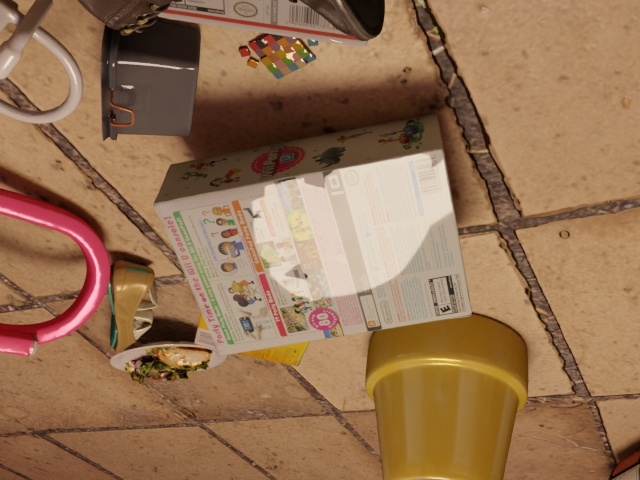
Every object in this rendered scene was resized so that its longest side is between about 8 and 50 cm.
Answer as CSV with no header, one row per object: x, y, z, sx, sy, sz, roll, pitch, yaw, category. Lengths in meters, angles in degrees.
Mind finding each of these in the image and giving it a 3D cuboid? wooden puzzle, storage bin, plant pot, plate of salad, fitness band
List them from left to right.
-0.420,0.040,0.972,0.290,0.209,0.054,20,-173,-37,fitness band
-0.170,-0.157,0.745,0.091,0.098,0.135,5,146,-11,storage bin
-0.260,0.215,1.278,0.199,0.048,0.200,-5,158,-2,plate of salad
-0.039,-0.187,0.739,0.083,0.006,0.049,-18,136,33,wooden puzzle
0.188,0.271,1.124,0.253,0.239,0.254,5,145,4,plant pot

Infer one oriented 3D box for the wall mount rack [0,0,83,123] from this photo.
-0.399,-0.153,0.625,0.350,0.131,0.304,34,127,-27,wall mount rack

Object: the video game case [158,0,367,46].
-0.045,-0.285,0.588,0.203,0.025,0.285,9,145,1,video game case

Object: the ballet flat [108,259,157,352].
-0.292,0.112,1.156,0.073,0.080,0.232,2,148,-14,ballet flat

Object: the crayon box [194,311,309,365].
-0.077,0.071,1.041,0.165,0.081,0.278,14,144,-7,crayon box

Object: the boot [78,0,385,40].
-0.099,-0.227,0.603,0.229,0.091,0.263,-19,132,42,boot

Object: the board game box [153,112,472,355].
0.000,0.000,0.830,0.303,0.098,0.224,-10,124,9,board game box

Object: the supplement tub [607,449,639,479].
0.635,0.444,1.300,0.193,0.194,0.316,13,145,-5,supplement tub
